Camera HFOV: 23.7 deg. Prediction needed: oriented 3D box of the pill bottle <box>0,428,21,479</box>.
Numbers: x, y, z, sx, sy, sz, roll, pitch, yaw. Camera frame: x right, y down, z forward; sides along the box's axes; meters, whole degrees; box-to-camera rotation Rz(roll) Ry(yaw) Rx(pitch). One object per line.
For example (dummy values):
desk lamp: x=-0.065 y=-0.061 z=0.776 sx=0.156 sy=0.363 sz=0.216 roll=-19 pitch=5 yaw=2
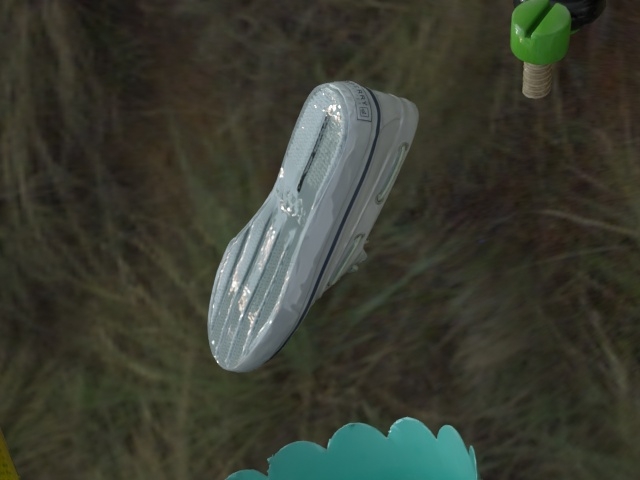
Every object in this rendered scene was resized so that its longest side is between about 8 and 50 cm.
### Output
pill bottle: x=-0.232 y=0.149 z=0.879 sx=0.117 sy=0.117 sz=0.215 roll=-32 pitch=73 yaw=22

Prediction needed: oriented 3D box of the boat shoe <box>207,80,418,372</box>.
boat shoe: x=0.000 y=0.000 z=1.007 sx=0.226 sy=0.075 sz=0.083 roll=-61 pitch=43 yaw=32

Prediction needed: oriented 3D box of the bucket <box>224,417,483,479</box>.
bucket: x=0.027 y=0.287 z=1.245 sx=0.281 sy=0.281 sz=0.183 roll=-14 pitch=106 yaw=23

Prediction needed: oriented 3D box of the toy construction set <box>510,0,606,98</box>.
toy construction set: x=0.264 y=-0.253 z=0.893 sx=0.308 sy=0.257 sz=0.237 roll=-1 pitch=138 yaw=6
